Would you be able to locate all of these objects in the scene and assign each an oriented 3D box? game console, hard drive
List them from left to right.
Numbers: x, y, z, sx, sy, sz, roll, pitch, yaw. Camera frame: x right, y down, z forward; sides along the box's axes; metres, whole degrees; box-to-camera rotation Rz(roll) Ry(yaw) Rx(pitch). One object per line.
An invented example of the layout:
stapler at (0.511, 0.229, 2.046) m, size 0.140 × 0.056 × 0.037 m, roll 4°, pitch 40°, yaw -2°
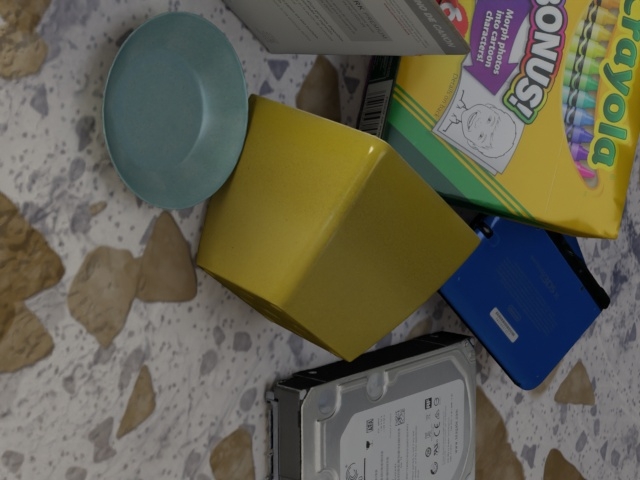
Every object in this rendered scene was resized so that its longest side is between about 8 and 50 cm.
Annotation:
hard drive at (0.070, 0.253, 1.653) m, size 0.339 × 0.064 × 0.236 m, roll -9°, pitch 103°, yaw -47°
game console at (0.244, 0.007, 1.800) m, size 0.250 × 0.173 × 0.293 m, roll -48°, pitch 131°, yaw -7°

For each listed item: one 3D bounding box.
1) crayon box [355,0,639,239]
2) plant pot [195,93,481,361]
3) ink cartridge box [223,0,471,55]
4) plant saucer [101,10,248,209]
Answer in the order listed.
crayon box at (0.223, -0.210, 1.582) m, size 0.313 × 0.106 × 0.362 m, roll 13°, pitch 88°, yaw -19°
plant pot at (0.000, 0.000, 1.433) m, size 0.212 × 0.212 × 0.187 m, roll 41°, pitch 77°, yaw -45°
ink cartridge box at (-0.009, -0.314, 1.307) m, size 0.309 × 0.272 × 0.130 m, roll 44°, pitch 64°, yaw -44°
plant saucer at (-0.150, -0.128, 1.353) m, size 0.195 × 0.037 × 0.194 m, roll -11°, pitch 105°, yaw -49°
